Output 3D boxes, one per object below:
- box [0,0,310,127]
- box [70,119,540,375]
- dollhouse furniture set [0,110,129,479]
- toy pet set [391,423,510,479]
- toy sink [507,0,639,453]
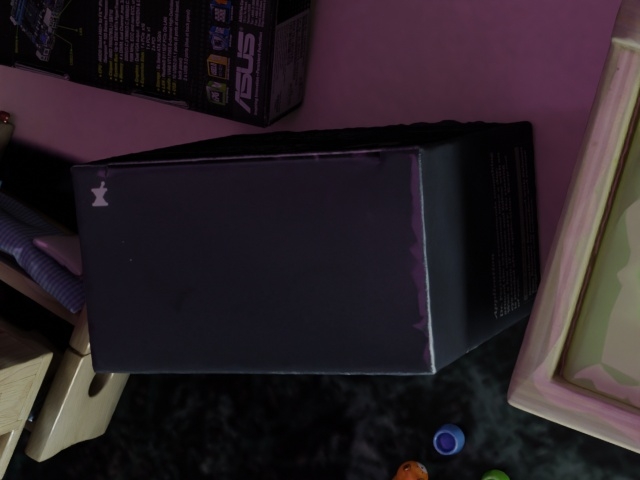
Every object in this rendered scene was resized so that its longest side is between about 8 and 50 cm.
[{"bbox_3d":[-0.091,-0.163,0.796,0.184,0.045,0.190,15,116,23],"label":"box"},{"bbox_3d":[0.000,0.000,0.737,0.156,0.158,0.093,-2,96,23],"label":"box"},{"bbox_3d":[-0.174,0.027,0.799,0.129,0.184,0.129,30,107,17],"label":"dollhouse furniture set"},{"bbox_3d":[0.058,0.171,0.786,0.122,0.065,0.114,44,111,12],"label":"toy pet set"},{"bbox_3d":[0.187,-0.027,0.670,0.153,0.131,0.234,20,104,18],"label":"toy sink"}]
